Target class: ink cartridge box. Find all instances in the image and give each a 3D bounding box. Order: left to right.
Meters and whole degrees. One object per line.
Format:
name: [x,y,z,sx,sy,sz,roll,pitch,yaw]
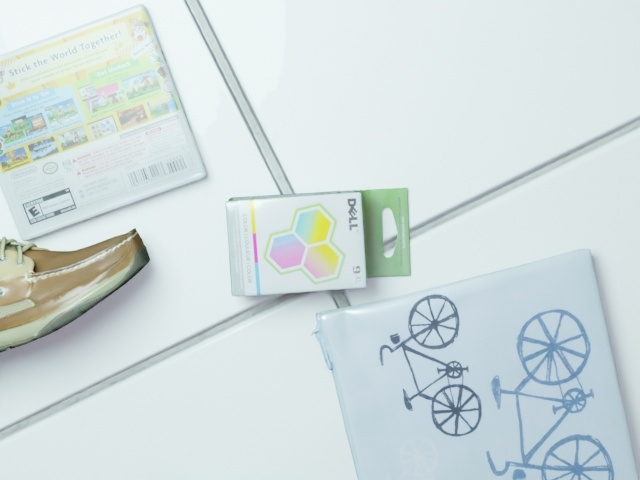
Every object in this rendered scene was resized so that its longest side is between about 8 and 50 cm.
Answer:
ink cartridge box: [0.000,0.000,1.193,0.209,0.062,0.109,-3,97,-1]

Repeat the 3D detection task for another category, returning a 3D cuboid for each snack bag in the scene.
snack bag: [0.188,0.201,1.236,0.342,0.037,0.323,-14,97,1]

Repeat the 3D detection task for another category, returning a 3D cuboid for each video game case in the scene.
video game case: [-0.269,-0.132,1.192,0.227,0.026,0.206,-19,97,3]

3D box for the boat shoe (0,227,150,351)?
boat shoe: [-0.353,0.058,1.167,0.324,0.122,0.120,-26,97,2]
